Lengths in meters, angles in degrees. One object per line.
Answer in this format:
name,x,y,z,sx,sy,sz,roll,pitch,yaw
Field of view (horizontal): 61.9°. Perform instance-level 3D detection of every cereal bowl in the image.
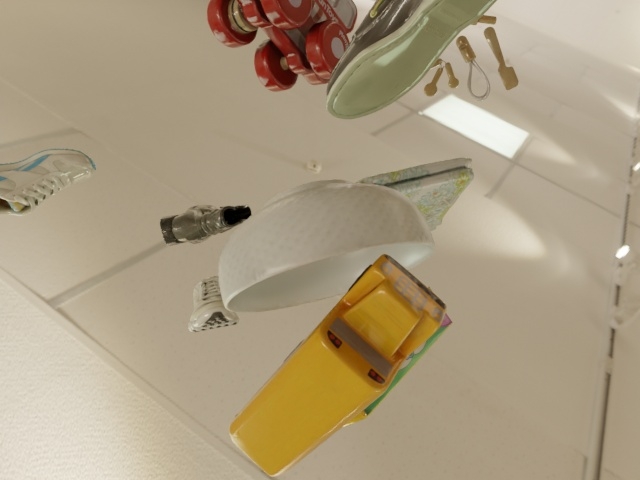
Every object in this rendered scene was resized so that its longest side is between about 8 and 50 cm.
cereal bowl,0.000,0.000,0.834,0.339,0.339,0.141,-6,-106,-34

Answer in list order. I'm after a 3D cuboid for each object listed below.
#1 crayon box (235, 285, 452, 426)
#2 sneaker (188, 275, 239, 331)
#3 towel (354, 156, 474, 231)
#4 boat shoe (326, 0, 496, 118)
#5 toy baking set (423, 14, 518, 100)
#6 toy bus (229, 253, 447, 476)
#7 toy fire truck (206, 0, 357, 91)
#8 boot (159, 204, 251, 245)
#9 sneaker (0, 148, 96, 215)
crayon box,0.055,0.256,1.073,0.363,0.313,0.106,-28,-97,-51
sneaker,-0.246,0.139,1.194,0.110,0.292,0.118,-7,-94,-15
towel,0.212,-0.094,1.481,0.374,0.320,0.090,-15,-114,-17
boat shoe,0.085,-0.213,0.531,0.081,0.228,0.069,13,-129,-43
toy baking set,0.311,-0.413,1.182,0.256,0.197,0.030,6,-173,7
toy bus,0.011,0.168,0.681,0.108,0.333,0.130,42,-142,6
toy fire truck,-0.051,-0.442,0.985,0.302,0.169,0.254,39,-120,-43
boot,-0.217,-0.041,1.140,0.161,0.083,0.246,-11,-172,12
sneaker,-0.521,-0.098,0.965,0.228,0.087,0.092,-17,-117,-10
